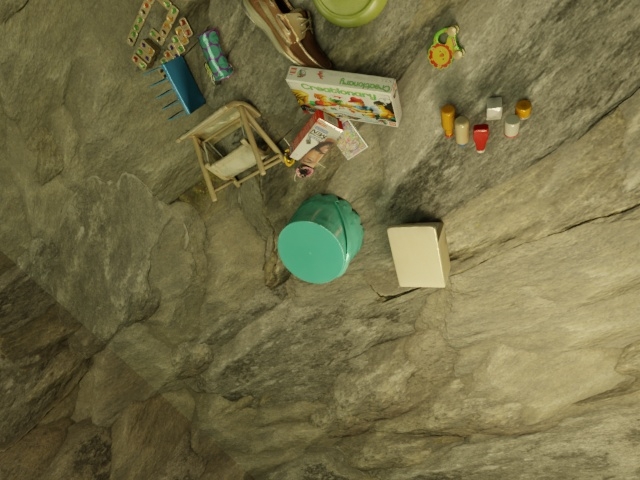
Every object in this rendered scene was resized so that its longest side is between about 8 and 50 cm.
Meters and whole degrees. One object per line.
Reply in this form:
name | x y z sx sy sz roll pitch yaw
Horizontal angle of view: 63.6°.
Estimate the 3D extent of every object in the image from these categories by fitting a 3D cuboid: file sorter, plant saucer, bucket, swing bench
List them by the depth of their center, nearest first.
plant saucer | 0.070 -0.695 1.384 0.241 0.037 0.240 12 123 19
file sorter | -0.483 -0.498 1.702 0.105 0.118 0.170 -13 117 25
swing bench | -0.297 -0.307 1.724 0.253 0.165 0.254 -22 103 34
bucket | 0.000 0.000 1.757 0.282 0.183 0.281 12 124 18

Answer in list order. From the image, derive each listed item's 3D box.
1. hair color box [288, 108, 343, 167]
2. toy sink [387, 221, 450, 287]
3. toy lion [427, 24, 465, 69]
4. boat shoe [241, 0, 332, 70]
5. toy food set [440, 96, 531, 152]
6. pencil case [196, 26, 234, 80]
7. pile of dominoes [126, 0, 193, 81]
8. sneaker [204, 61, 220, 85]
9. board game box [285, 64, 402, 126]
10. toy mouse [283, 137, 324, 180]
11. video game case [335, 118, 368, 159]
hair color box | -0.015 -0.312 1.593 0.093 0.053 0.167 20 132 -28
toy sink | 0.320 0.021 1.654 0.153 0.131 0.234 -2 123 26
toy lion | 0.331 -0.513 1.381 0.096 0.034 0.100 -5 117 36
boat shoe | -0.081 -0.602 1.463 0.324 0.123 0.116 44 125 -7
toy food set | 0.450 -0.310 1.411 0.233 0.111 0.104 -3 150 15
pencil case | -0.328 -0.584 1.623 0.070 0.064 0.151 -25 111 -6
pile of dominoes | -0.533 -0.663 1.686 0.196 0.040 0.251 43 128 -4
sneaker | -0.352 -0.547 1.683 0.035 0.031 0.083 44 162 49
board game box | 0.072 -0.411 1.478 0.306 0.053 0.193 13 169 18
toy mouse | -0.049 -0.263 1.710 0.143 0.031 0.160 10 128 10
video game case | 0.083 -0.323 1.625 0.087 0.011 0.122 -29 104 36
